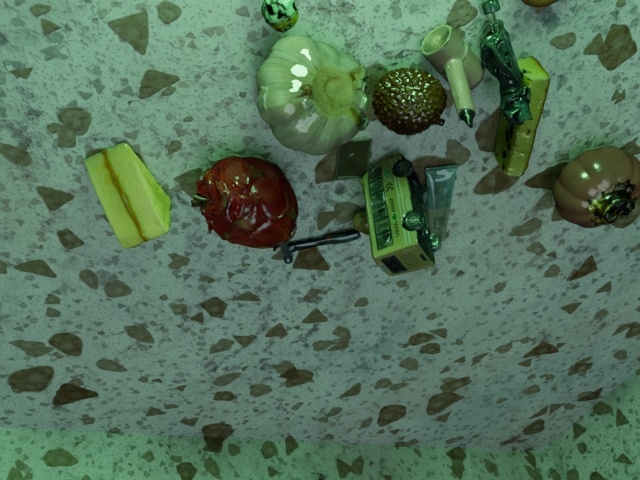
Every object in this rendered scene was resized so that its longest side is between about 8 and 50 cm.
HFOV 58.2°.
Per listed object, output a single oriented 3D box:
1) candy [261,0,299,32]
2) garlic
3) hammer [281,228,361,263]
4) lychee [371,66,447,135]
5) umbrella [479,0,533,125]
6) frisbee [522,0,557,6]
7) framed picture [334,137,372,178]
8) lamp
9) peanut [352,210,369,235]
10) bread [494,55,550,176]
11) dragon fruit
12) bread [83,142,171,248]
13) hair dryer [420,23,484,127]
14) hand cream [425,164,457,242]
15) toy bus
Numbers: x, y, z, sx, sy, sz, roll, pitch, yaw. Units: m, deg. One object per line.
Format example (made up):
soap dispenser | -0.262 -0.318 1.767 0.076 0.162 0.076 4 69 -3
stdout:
candy | -0.140 -0.650 1.384 0.091 0.083 0.305 4 136 36
garlic | -0.026 -0.379 1.518 0.322 0.322 0.241 8 156 -20
hammer | 0.000 0.000 2.046 0.290 0.037 0.137 -13 136 -1
lychee | 0.261 -0.389 1.641 0.238 0.200 0.200 30 120 -21
umbrella | 0.502 -0.487 1.593 0.094 0.143 0.349 -23 111 2
frisbee | 0.615 -0.726 1.488 0.251 0.021 0.251 -17 142 -14
framed picture | 0.104 -0.261 1.843 0.109 0.011 0.149 -3 133 -10
lamp | 0.964 -0.169 1.977 0.305 0.239 0.305 -6 133 -7
peanut | 0.222 -0.065 2.001 0.226 0.095 0.108 -1 117 -7
bread | 0.613 -0.369 1.776 0.077 0.138 0.361 -7 133 -5
dragon fruit | -0.214 -0.112 1.733 0.342 0.277 0.277 11 129 -20
bread | -0.578 -0.127 1.702 0.168 0.163 0.264 -22 133 8
hair dryer | 0.376 -0.409 1.542 0.107 0.344 0.189 -28 135 32
hand cream | 0.418 -0.124 2.012 0.111 0.070 0.312 -8 130 -3
toy bus | 0.242 -0.083 1.805 0.202 0.365 0.177 -20 142 22
